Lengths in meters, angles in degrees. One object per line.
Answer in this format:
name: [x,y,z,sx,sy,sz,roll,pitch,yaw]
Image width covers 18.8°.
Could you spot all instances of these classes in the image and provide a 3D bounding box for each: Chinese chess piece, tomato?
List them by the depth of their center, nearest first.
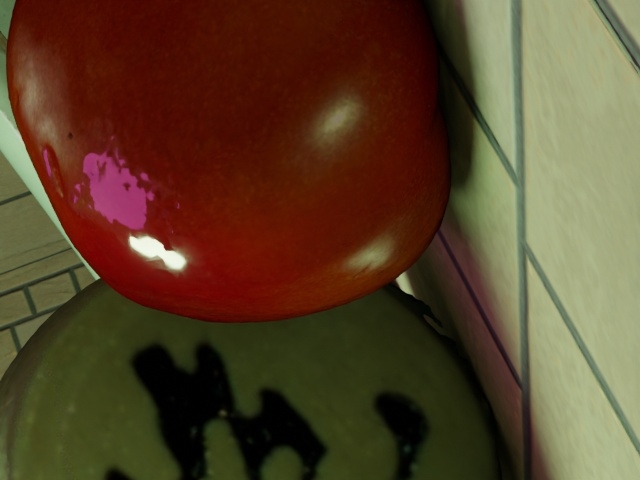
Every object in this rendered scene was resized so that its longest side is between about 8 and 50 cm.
tomato: [-0.054,-0.078,1.093,0.298,0.226,0.299,156,90,-81]
Chinese chess piece: [-0.051,0.168,1.255,0.349,0.349,0.146,67,157,17]

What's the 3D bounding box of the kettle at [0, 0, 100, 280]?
kettle: [-0.205,-0.111,1.672,0.318,0.265,0.205,52,135,12]
